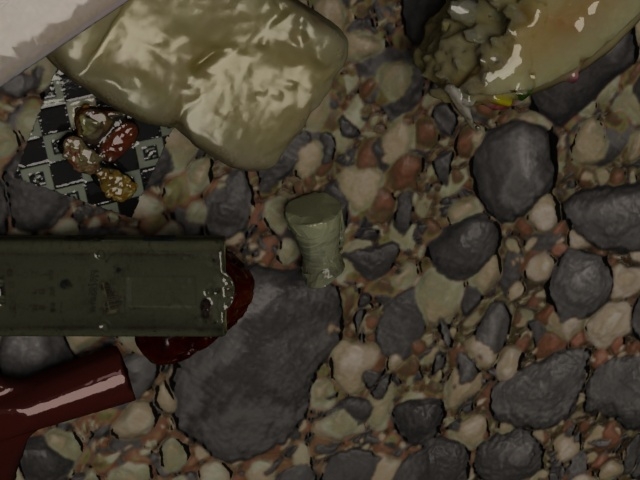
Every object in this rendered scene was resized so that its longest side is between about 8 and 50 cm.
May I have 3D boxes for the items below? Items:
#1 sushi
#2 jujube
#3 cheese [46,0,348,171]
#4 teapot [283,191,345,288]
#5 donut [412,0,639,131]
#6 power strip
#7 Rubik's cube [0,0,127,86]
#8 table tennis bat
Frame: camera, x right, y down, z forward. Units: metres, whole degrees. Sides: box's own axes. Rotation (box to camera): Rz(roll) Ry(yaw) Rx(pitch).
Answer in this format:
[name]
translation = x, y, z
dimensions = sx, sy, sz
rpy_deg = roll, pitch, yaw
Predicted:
[sushi]
translation = -0.194, -0.089, 1.112
dimensions = 0.120, 0.026, 0.126
rpy_deg = 20, 104, -25
[jujube]
translation = -0.120, 0.065, 1.178
dimensions = 0.129, 0.077, 0.077
rpy_deg = -45, 119, 3
[cheese]
translation = -0.115, -0.172, 1.070
dimensions = 0.263, 0.093, 0.159
rpy_deg = 28, 98, -26
[teapot]
translation = 0.000, 0.000, 1.211
dimensions = 0.067, 0.057, 0.083
rpy_deg = -34, 130, -37
[donut]
translation = 0.172, -0.318, 1.078
dimensions = 0.307, 0.150, 0.371
rpy_deg = -29, 119, -7
[power strip]
translation = -0.209, 0.041, 1.119
dimensions = 0.267, 0.034, 0.092
rpy_deg = 0, 105, 1
[Rubik's cube]
translation = -0.264, -0.298, 0.829
dimensions = 0.318, 0.322, 0.316
rpy_deg = -35, 118, -2
[table tennis bat]
translation = -0.377, 0.186, 1.152
dimensions = 0.414, 0.051, 0.268
rpy_deg = -18, 115, -11
